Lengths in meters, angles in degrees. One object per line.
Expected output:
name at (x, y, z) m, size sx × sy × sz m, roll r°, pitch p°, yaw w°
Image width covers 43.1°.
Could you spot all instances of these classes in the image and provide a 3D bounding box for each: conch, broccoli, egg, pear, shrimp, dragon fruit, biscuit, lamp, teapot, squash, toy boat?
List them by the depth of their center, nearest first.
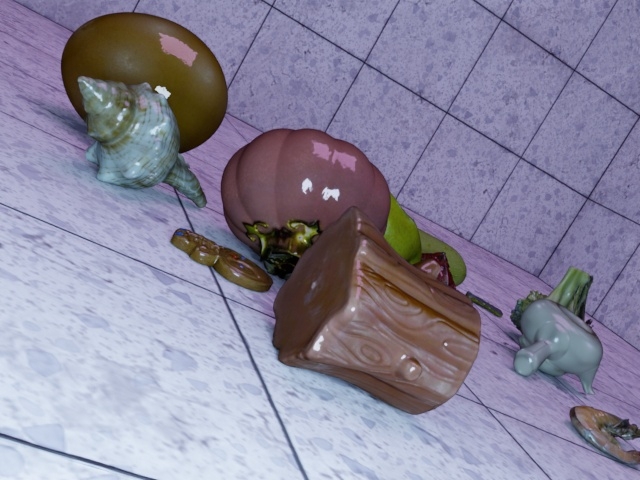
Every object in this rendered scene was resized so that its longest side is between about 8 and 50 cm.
biscuit at (-0.151, 0.029, 1.272) m, size 0.175 × 0.026 × 0.124 m, roll 29°, pitch 9°, yaw -10°
lamp at (-0.031, -0.051, 1.411) m, size 0.305 × 0.240 × 0.305 m, roll 11°, pitch -30°, yaw 6°
conch at (-0.323, -0.161, 1.412) m, size 0.386 × 0.169 × 0.203 m, roll 80°, pitch -15°, yaw -58°
shrimp at (0.572, 0.382, 1.568) m, size 0.251 × 0.052 × 0.143 m, roll 12°, pitch 29°, yaw -38°
egg at (-0.363, -0.324, 1.680) m, size 0.351 × 0.283 × 0.282 m, roll 29°, pitch 10°, yaw -1°
pear at (0.125, -0.022, 1.809) m, size 0.292 × 0.159 × 0.292 m, roll 42°, pitch -9°, yaw 8°
teapot at (0.522, 0.229, 1.876) m, size 0.318 × 0.149 × 0.220 m, roll 23°, pitch 19°, yaw -40°
dragon fruit at (0.270, 0.113, 1.980) m, size 0.127 × 0.121 × 0.161 m, roll -8°, pitch -34°, yaw 19°
squash at (0.281, 0.056, 2.112) m, size 0.247 × 0.132 × 0.132 m, roll 27°, pitch 10°, yaw -24°
broccoli at (0.651, 0.193, 2.153) m, size 0.263 × 0.243 × 0.247 m, roll 30°, pitch -5°, yaw -34°
toy boat at (0.475, 0.185, 2.357) m, size 0.115 × 0.016 × 0.063 m, roll 31°, pitch 9°, yaw 0°

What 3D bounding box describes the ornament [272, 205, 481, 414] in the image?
ornament at (0.079, 0.102, 1.070) m, size 0.217 × 0.221 × 0.235 m, roll 30°, pitch -18°, yaw -21°
